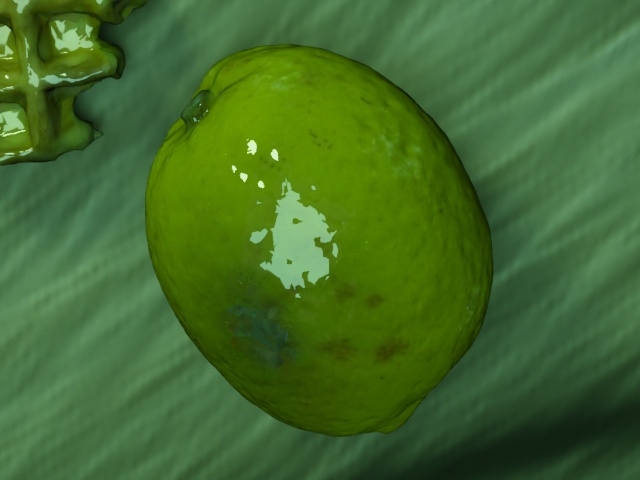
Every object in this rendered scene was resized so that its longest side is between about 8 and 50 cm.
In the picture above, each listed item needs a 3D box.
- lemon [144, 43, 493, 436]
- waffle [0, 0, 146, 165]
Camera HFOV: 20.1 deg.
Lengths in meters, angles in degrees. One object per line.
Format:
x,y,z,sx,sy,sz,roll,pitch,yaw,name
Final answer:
0.000,0.000,0.933,0.170,0.170,0.207,-32,105,12,lemon
-0.245,-0.120,0.961,0.283,0.065,0.309,36,107,-7,waffle
